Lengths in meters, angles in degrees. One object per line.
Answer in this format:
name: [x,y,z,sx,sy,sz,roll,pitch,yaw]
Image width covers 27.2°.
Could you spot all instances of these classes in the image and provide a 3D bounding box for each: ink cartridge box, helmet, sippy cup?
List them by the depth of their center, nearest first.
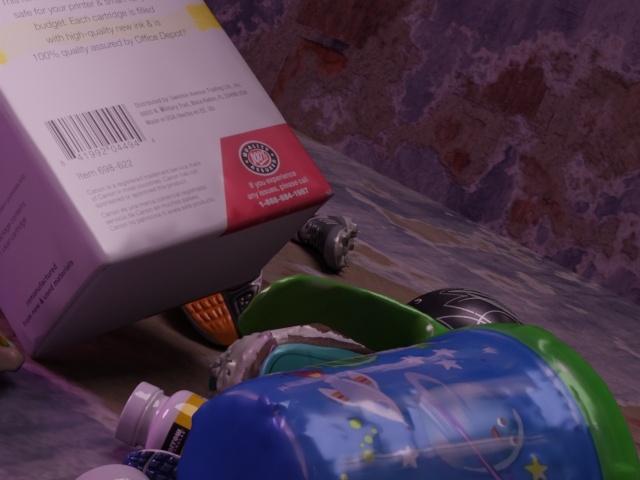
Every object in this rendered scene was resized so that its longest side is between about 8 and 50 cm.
sippy cup: [0.039,0.167,0.815,0.224,0.240,0.305,3,11,-35]
ink cartridge box: [-0.216,-0.125,1.195,0.279,0.160,0.385,-19,71,-45]
helmet: [0.144,0.132,1.335,0.169,0.162,0.169,23,10,-4]

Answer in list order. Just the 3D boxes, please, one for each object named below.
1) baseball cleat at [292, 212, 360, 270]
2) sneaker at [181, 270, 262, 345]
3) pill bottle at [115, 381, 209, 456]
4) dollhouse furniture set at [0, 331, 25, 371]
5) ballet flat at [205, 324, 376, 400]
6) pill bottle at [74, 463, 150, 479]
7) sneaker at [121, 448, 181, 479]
baseball cleat: [0.000,0.000,2.006,0.109,0.072,0.206,9,7,6]
sneaker: [-0.119,0.034,1.452,0.099,0.121,0.262,-13,42,-7]
pill bottle: [-0.091,0.151,0.987,0.116,0.065,0.065,24,10,7]
dollhouse furniture set: [-0.341,0.059,0.890,0.197,0.151,0.301,47,-6,3]
ballet flat: [0.079,0.157,1.188,0.409,0.147,0.147,19,11,-27]
pill bottle: [-0.095,0.188,0.730,0.086,0.086,0.152,17,13,-33]
sneaker: [-0.079,0.184,0.921,0.135,0.052,0.058,30,0,-7]
